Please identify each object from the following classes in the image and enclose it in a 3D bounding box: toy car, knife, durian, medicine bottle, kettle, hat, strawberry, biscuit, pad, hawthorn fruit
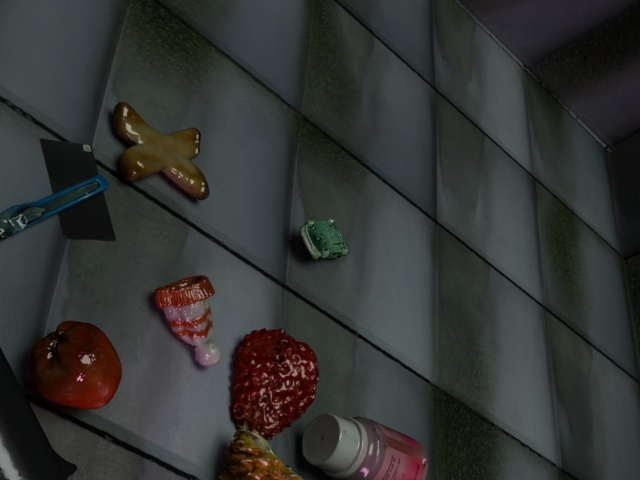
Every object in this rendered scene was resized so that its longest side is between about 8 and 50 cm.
[{"bbox_3d":[0.000,0.000,2.363,0.093,0.058,0.186,66,22,8],"label":"toy car"},{"bbox_3d":[-0.455,-0.061,1.841,0.044,0.026,0.296,50,36,3],"label":"knife"},{"bbox_3d":[-0.075,0.485,1.854,0.196,0.185,0.305,-43,104,-17],"label":"durian"},{"bbox_3d":[0.084,0.413,2.101,0.247,0.147,0.147,29,45,-37],"label":"medicine bottle"},{"bbox_3d":[-0.495,0.248,1.422,0.308,0.203,0.262,62,32,-5],"label":"kettle"},{"bbox_3d":[-0.224,0.148,1.961,0.112,0.094,0.162,-23,104,-46],"label":"hat"},{"bbox_3d":[-0.072,0.265,2.033,0.190,0.111,0.236,48,37,-22],"label":"strawberry"},{"bbox_3d":[-0.303,-0.165,2.097,0.208,0.047,0.164,15,54,-47],"label":"biscuit"},{"bbox_3d":[-0.424,-0.088,1.925,0.116,0.004,0.193,4,64,-51],"label":"pad"},{"bbox_3d":[-0.372,0.194,1.688,0.138,0.133,0.132,57,31,-35],"label":"hawthorn fruit"}]
